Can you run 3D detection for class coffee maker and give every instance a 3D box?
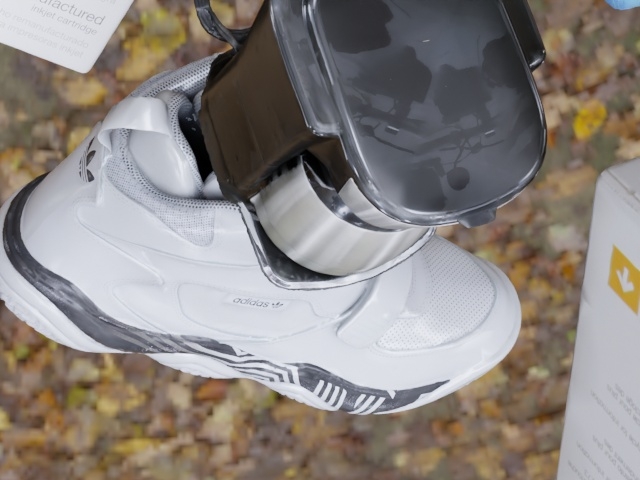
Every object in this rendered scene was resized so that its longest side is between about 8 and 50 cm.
[{"bbox_3d":[0.006,-0.070,0.701,0.120,0.178,0.171,-44,91,-18],"label":"coffee maker"}]

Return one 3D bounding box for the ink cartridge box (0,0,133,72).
[{"bbox_3d":[-0.184,-0.279,1.073,0.207,0.117,0.283,19,124,-29],"label":"ink cartridge box"}]

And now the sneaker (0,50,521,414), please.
[{"bbox_3d":[0.000,0.000,0.989,0.366,0.137,0.210,11,149,-25],"label":"sneaker"}]

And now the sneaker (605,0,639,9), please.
[{"bbox_3d":[0.139,-0.069,0.356,0.162,0.073,0.063,-8,172,13],"label":"sneaker"}]

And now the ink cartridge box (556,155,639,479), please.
[{"bbox_3d":[0.150,0.159,0.578,0.069,0.176,0.371,-16,132,-22],"label":"ink cartridge box"}]
